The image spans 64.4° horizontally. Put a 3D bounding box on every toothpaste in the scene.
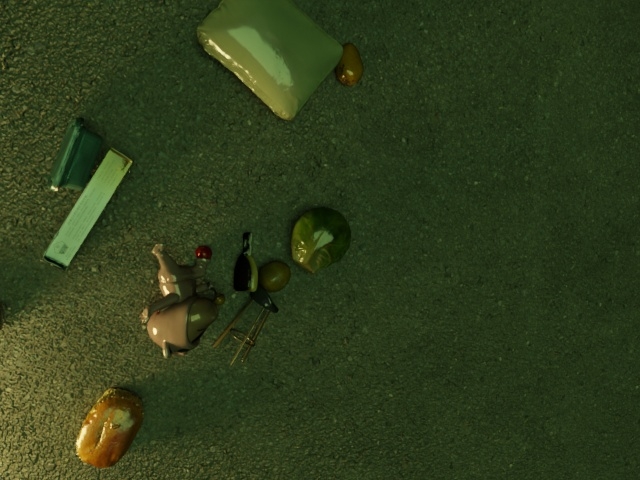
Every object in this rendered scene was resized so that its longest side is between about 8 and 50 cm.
[{"bbox_3d":[-0.562,-0.078,1.234,0.071,0.089,0.313,32,86,-25],"label":"toothpaste"}]

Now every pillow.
[{"bbox_3d":[-0.125,-0.499,1.301,0.322,0.120,0.255,40,84,-17],"label":"pillow"}]

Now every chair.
[{"bbox_3d":[-0.190,0.233,1.391,0.095,0.104,0.222,28,93,-48],"label":"chair"}]

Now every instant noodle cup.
[{"bbox_3d":[-0.572,-0.195,1.188,0.070,0.157,0.179,20,91,-35],"label":"instant noodle cup"}]

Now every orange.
[{"bbox_3d":[-0.125,0.097,1.392,0.095,0.085,0.085,-43,107,-23],"label":"orange"}]

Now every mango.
[{"bbox_3d":[0.080,-0.486,1.401,0.079,0.057,0.114,-2,94,-10],"label":"mango"}]

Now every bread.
[{"bbox_3d":[-0.537,0.481,1.301,0.132,0.114,0.190,29,82,-16],"label":"bread"}]

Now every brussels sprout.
[{"bbox_3d":[-0.004,-0.002,1.393,0.181,0.144,0.161,-48,143,-19],"label":"brussels sprout"}]

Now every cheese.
[{"bbox_3d":[-0.202,0.058,1.376,0.036,0.086,0.162,7,80,-43],"label":"cheese"}]

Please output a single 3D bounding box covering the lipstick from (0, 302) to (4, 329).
[{"bbox_3d":[-0.901,0.181,1.166,0.289,0.076,0.077,3,98,-15],"label":"lipstick"}]

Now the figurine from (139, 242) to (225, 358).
[{"bbox_3d":[-0.344,0.150,1.293,0.186,0.176,0.287,-1,82,8],"label":"figurine"}]
